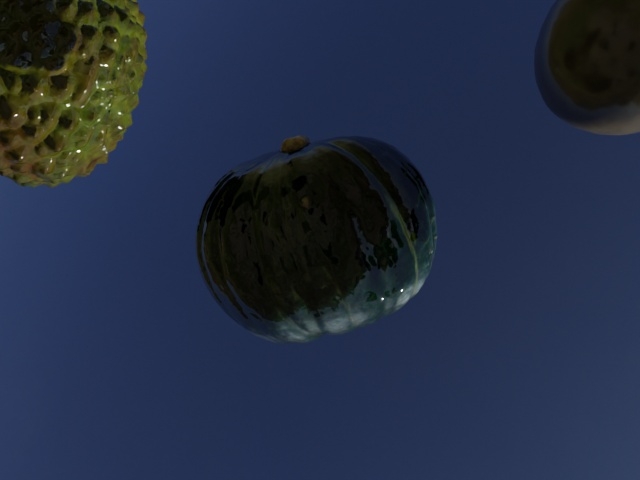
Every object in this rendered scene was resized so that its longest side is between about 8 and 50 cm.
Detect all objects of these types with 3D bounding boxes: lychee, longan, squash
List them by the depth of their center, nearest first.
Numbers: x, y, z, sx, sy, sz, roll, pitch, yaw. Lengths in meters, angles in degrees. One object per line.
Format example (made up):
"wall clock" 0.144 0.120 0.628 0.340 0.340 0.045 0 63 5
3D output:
"squash" -0.003 -0.004 0.487 0.218 0.218 0.172 -10 -92 36
"lychee" -0.342 -0.187 0.629 0.320 0.270 0.270 -22 -124 -4
"longan" 0.346 -0.223 0.631 0.212 0.198 0.198 -54 -131 4
